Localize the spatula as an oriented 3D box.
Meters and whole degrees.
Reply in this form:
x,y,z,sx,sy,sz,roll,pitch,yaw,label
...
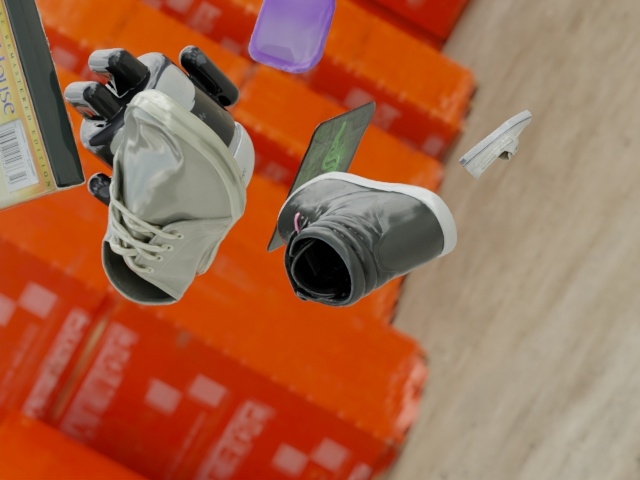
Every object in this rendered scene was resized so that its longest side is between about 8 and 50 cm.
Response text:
x,y,z,sx,sy,sz,roll,pitch,yaw,label
-0.010,-0.316,1.687,0.030,0.084,0.296,-38,-35,-57,spatula

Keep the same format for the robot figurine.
x,y,z,sx,sy,sz,roll,pitch,yaw,label
-0.218,-0.146,2.250,0.209,0.278,0.173,-38,29,20,robot figurine

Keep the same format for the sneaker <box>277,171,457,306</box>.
x,y,z,sx,sy,sz,roll,pitch,yaw,label
0.000,0.000,1.741,0.147,0.105,0.295,-25,15,-30,sneaker

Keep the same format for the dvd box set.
x,y,z,sx,sy,sz,roll,pitch,yaw,label
-0.520,-0.172,2.240,0.420,0.308,0.062,-16,1,38,dvd box set

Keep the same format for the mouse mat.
x,y,z,sx,sy,sz,roll,pitch,yaw,label
0.002,-0.079,2.008,0.152,0.007,0.190,-29,-32,-55,mouse mat

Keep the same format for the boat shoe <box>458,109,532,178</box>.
x,y,z,sx,sy,sz,roll,pitch,yaw,label
0.196,-0.102,1.766,0.100,0.035,0.035,-38,-3,-22,boat shoe

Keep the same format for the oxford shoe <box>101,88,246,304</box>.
x,y,z,sx,sy,sz,roll,pitch,yaw,label
-0.190,-0.033,1.951,0.130,0.169,0.449,-46,-9,-22,oxford shoe
